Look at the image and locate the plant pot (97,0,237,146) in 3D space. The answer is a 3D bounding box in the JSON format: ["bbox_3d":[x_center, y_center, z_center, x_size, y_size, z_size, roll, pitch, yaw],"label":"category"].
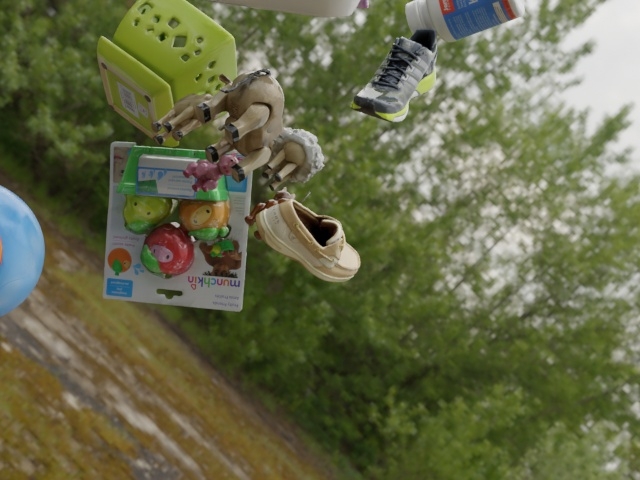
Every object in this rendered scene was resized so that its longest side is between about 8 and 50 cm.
[{"bbox_3d":[-0.320,-0.343,1.995,0.227,0.207,0.228,37,-25,18],"label":"plant pot"}]

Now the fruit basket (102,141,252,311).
[{"bbox_3d":[-0.319,-0.032,2.128,0.327,0.352,0.165,6,-2,10],"label":"fruit basket"}]

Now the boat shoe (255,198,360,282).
[{"bbox_3d":[0.000,0.000,1.137,0.170,0.059,0.063,26,39,-47],"label":"boat shoe"}]

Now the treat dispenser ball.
[{"bbox_3d":[-0.695,0.021,1.928,0.288,0.288,0.288,46,-4,4],"label":"treat dispenser ball"}]

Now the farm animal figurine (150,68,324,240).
[{"bbox_3d":[-0.125,-0.185,1.680,0.330,0.172,0.326,45,-25,11],"label":"farm animal figurine"}]

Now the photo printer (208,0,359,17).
[{"bbox_3d":[-0.063,-0.504,1.605,0.308,0.256,0.107,10,29,11],"label":"photo printer"}]

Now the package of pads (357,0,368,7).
[{"bbox_3d":[0.052,-0.473,1.877,0.050,0.083,0.032,86,6,-51],"label":"package of pads"}]

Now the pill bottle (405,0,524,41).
[{"bbox_3d":[0.292,-0.479,1.992,0.124,0.222,0.124,47,34,-46],"label":"pill bottle"}]

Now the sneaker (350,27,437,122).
[{"bbox_3d":[0.147,-0.325,1.890,0.111,0.300,0.121,20,-53,16],"label":"sneaker"}]
